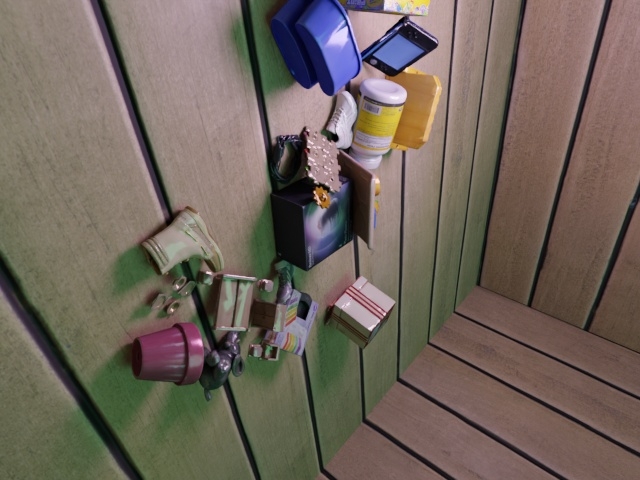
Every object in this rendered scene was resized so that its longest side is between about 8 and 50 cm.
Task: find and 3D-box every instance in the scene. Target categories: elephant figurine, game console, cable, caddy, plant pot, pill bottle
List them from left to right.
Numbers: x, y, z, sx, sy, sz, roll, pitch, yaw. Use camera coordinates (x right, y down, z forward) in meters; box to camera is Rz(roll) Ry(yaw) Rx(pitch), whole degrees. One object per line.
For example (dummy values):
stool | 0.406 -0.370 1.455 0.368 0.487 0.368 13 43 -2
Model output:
plant pot | -0.497 0.368 1.478 0.180 0.201 0.201 3 108 -37
elephant figurine | -0.357 0.447 1.748 0.186 0.169 0.239 -45 169 22
cable | -0.123 -0.298 1.694 0.151 0.047 0.184 -23 125 -51
caddy | 0.001 -0.635 1.476 0.179 0.241 0.341 -50 144 -14
pill bottle | 0.217 -0.469 1.886 0.188 0.188 0.333 -30 146 -41
game console | 0.240 -0.664 1.704 0.250 0.293 0.173 22 75 -24

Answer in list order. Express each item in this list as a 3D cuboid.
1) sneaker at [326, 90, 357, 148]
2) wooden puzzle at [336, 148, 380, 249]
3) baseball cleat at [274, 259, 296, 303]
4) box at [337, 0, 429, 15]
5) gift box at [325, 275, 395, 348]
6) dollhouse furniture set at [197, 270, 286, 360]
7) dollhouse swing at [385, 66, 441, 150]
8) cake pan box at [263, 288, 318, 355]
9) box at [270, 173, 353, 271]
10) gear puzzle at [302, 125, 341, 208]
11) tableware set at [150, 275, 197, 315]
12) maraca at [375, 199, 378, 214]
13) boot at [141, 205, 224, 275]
sneaker | 0.075 -0.465 1.814 0.115 0.090 0.232 -24 127 -40
wooden puzzle | 0.158 -0.180 1.888 0.081 0.348 0.322 -13 125 -16
baseball cleat | -0.157 0.152 1.850 0.109 0.072 0.205 51 29 -30
box | 0.177 -0.853 1.530 0.279 0.290 0.176 -24 129 -45
gift box | 0.186 0.372 2.334 0.255 0.258 0.276 -40 158 -35
dollhouse furniture set | -0.326 0.282 1.707 0.356 0.174 0.303 13 81 -36
dollhouse swing | 0.422 -0.561 2.027 0.315 0.305 0.346 -7 115 -51
cake pan box | -0.122 0.354 2.029 0.246 0.070 0.266 45 61 -56
box | -0.023 -0.085 1.831 0.294 0.183 0.296 -33 134 -37
gear puzzle | 0.002 -0.255 1.711 0.176 0.044 0.338 22 53 -38
tableware set | -0.470 0.178 1.496 0.141 0.020 0.168 -52 162 -8
maraca | 0.210 -0.123 2.198 0.127 0.099 0.185 -15 148 -46
boot | -0.425 0.049 1.447 0.203 0.095 0.261 -45 139 -28
